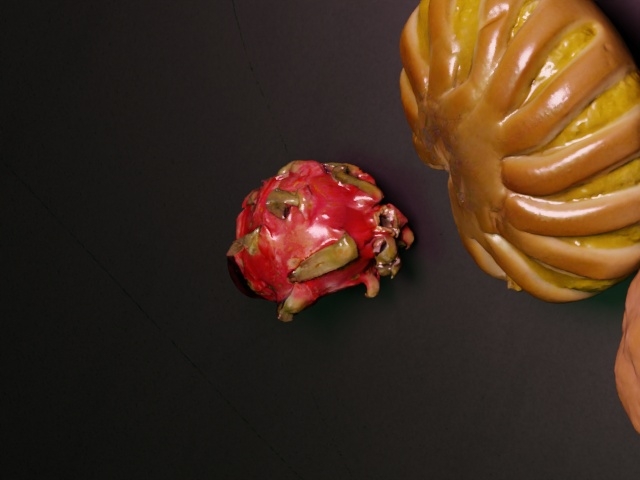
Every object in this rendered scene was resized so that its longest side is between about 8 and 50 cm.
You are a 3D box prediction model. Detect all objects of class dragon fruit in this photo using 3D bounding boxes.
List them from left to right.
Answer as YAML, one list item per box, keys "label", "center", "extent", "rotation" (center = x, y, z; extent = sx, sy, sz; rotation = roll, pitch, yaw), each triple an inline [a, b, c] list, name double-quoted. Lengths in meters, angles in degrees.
- label: "dragon fruit"
  center: [0.000, 0.000, 1.837]
  extent: [0.172, 0.160, 0.166]
  rotation: [-18, 66, 38]

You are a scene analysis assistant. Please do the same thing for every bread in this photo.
- label: "bread"
  center: [0.184, -0.100, 1.611]
  extent: [0.333, 0.160, 0.333]
  rotation: [50, 155, 34]

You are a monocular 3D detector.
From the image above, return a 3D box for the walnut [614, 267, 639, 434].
- label: "walnut"
  center: [0.392, 0.079, 1.489]
  extent: [0.296, 0.285, 0.285]
  rotation: [-28, 83, 45]
